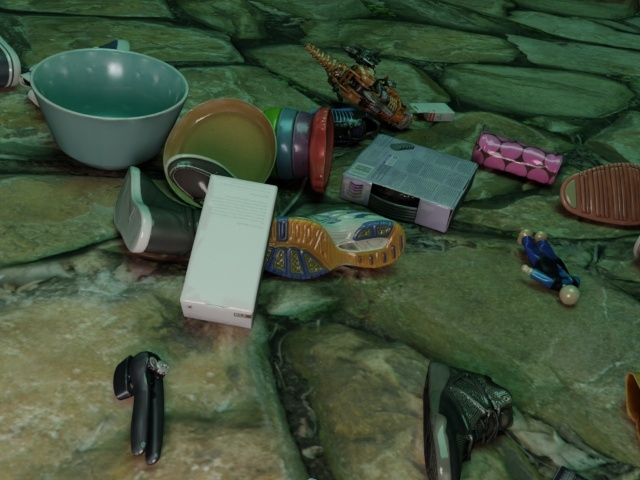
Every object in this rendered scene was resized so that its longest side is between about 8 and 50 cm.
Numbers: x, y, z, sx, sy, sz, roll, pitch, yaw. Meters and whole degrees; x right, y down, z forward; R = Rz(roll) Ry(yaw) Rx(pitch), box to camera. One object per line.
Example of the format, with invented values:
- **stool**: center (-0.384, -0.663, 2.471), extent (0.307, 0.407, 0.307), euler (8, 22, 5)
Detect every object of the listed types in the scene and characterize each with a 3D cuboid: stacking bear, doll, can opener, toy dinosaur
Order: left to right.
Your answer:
- **can opener**: center (-0.231, 0.220, 1.005), extent (0.059, 0.073, 0.186), euler (37, 18, -37)
- **stacking bear**: center (-0.123, -0.206, 1.599), extent (0.289, 0.175, 0.164), euler (5, 16, 7)
- **toy dinosaur**: center (0.105, -0.406, 1.915), extent (0.164, 0.322, 0.218), euler (-31, 32, 9)
- **doll**: center (0.440, 0.055, 1.448), extent (0.129, 0.046, 0.189), euler (7, 38, -23)

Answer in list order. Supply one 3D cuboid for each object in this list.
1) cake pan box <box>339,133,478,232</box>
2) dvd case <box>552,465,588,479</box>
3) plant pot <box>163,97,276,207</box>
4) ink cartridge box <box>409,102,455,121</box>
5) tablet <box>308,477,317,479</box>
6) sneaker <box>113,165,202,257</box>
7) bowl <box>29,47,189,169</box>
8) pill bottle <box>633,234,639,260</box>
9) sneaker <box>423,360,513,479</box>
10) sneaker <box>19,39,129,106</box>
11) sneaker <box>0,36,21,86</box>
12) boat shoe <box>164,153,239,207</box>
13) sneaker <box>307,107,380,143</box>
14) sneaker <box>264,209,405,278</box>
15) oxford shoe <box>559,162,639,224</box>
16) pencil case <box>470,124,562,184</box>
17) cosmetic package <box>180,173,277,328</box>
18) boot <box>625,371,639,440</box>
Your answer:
- **cake pan box**: center (0.197, -0.132, 1.650), extent (0.246, 0.070, 0.267), euler (17, 33, 14)
- **dvd case**: center (0.374, 0.390, 0.936), extent (0.221, 0.018, 0.164), euler (27, 35, 25)
- **plant pot**: center (-0.198, -0.171, 1.506), extent (0.236, 0.236, 0.032), euler (21, -10, 16)
- **ink cartridge box**: center (0.301, -0.350, 2.053), extent (0.115, 0.029, 0.063), euler (-4, 36, -20)
- **tablet**: center (-0.001, 0.333, 0.927), extent (0.054, 0.006, 0.083), euler (17, 34, 10)
- **sneaker**: center (-0.283, -0.044, 1.362), extent (0.147, 0.104, 0.296), euler (14, 18, -28)
- **bowl**: center (-0.437, -0.261, 1.567), extent (0.312, 0.163, 0.311), euler (9, 36, -7)
- **pill bottle**: center (0.725, 0.040, 1.508), extent (0.094, 0.094, 0.169), euler (-12, 39, -31)
- **sneaker**: center (0.206, 0.255, 1.032), extent (0.130, 0.087, 0.227), euler (7, 27, 6)
- **sneaker**: center (-0.580, -0.399, 1.780), extent (0.236, 0.130, 0.322), euler (6, 38, -15)
- **sneaker**: center (-0.851, -0.471, 1.821), extent (0.127, 0.126, 0.321), euler (-14, 41, -42)
- **boat shoe**: center (-0.182, -0.084, 1.386), extent (0.228, 0.081, 0.068), euler (27, 30, -35)
- **sneaker**: center (0.046, -0.273, 1.812), extent (0.090, 0.081, 0.232), euler (27, 34, 37)
- **sneaker**: center (0.000, 0.000, 1.380), extent (0.297, 0.111, 0.131), euler (2, 16, -16)
- **oxford shoe**: center (0.725, -0.108, 1.745), extent (0.397, 0.140, 0.146), euler (-1, 3, -9)
- **pencil case**: center (0.477, -0.204, 1.826), extent (0.209, 0.095, 0.098), euler (22, 13, 13)
- **cosmetic package**: center (-0.144, 0.016, 1.215), extent (0.117, 0.085, 0.231), euler (11, 65, 0)
- **boot**: center (0.582, 0.228, 1.167), extent (0.211, 0.104, 0.295), euler (15, 37, 6)
